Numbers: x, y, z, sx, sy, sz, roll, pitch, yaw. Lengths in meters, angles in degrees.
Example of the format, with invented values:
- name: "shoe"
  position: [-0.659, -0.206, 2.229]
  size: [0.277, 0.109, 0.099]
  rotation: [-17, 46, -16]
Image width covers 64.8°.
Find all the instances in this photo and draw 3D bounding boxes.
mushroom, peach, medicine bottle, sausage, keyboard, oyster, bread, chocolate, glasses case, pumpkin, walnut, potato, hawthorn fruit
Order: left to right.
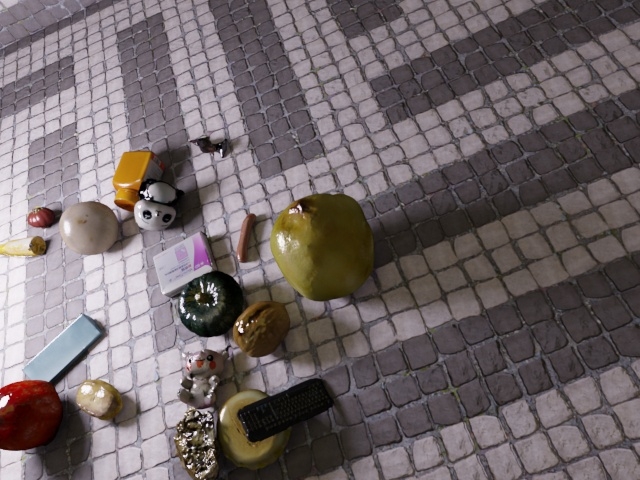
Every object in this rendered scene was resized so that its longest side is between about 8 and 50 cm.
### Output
- name: "chocolate"
  position: [-1.193, 0.029, 1.993]
  size: [0.220, 0.085, 0.085]
  rotation: [-4, 62, 20]
- name: "hawthorn fruit"
  position: [-0.928, 0.539, 1.552]
  size: [0.216, 0.250, 0.215]
  rotation: [-2, 87, 28]
- name: "glasses case"
  position: [-0.873, 0.379, 1.726]
  size: [0.105, 0.056, 0.266]
  rotation: [44, 82, 6]
- name: "mushroom"
  position: [-0.858, -0.045, 1.876]
  size: [0.205, 0.204, 0.204]
  rotation: [-7, 62, 14]
- name: "potato"
  position: [-0.691, 0.497, 1.580]
  size: [0.171, 0.080, 0.107]
  rotation: [14, 68, 18]
- name: "medicine bottle"
  position: [-0.710, -0.229, 1.945]
  size: [0.150, 0.112, 0.221]
  rotation: [2, 64, 18]
- name: "medicine bottle"
  position: [-0.464, 0.084, 1.742]
  size: [0.201, 0.052, 0.171]
  rotation: [-27, 59, 5]
- name: "oyster"
  position: [-0.349, 0.573, 1.384]
  size: [0.222, 0.083, 0.214]
  rotation: [-53, 46, 34]
- name: "pumpkin"
  position: [-0.345, 0.197, 1.584]
  size: [0.212, 0.152, 0.211]
  rotation: [0, 66, 1]
- name: "sausage"
  position: [-0.257, -0.012, 1.731]
  size: [0.043, 0.043, 0.186]
  rotation: [-1, 63, 17]
- name: "bread"
  position: [-0.186, 0.522, 1.391]
  size: [0.214, 0.104, 0.213]
  rotation: [-2, 59, 3]
- name: "walnut"
  position: [-0.171, 0.258, 1.504]
  size: [0.155, 0.155, 0.184]
  rotation: [38, 85, 30]
- name: "keyboard"
  position: [-0.091, 0.455, 1.368]
  size: [0.263, 0.016, 0.106]
  rotation: [-15, 54, -29]
- name: "peach"
  position: [0.003, 0.019, 1.479]
  size: [0.282, 0.316, 0.313]
  rotation: [-3, 76, 30]

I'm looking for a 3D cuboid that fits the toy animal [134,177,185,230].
- name: "toy animal"
  position: [-0.588, -0.120, 1.836]
  size: [0.138, 0.166, 0.178]
  rotation: [-21, 57, 59]

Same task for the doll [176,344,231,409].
- name: "doll"
  position: [-0.348, 0.406, 1.512]
  size: [0.150, 0.095, 0.191]
  rotation: [-4, 61, 9]

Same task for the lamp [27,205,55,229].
- name: "lamp"
  position: [-1.117, -0.091, 2.018]
  size: [0.101, 0.090, 0.101]
  rotation: [-13, 27, 7]

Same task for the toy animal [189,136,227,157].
- name: "toy animal"
  position: [-0.442, -0.369, 1.961]
  size: [0.203, 0.070, 0.105]
  rotation: [25, 30, 35]
